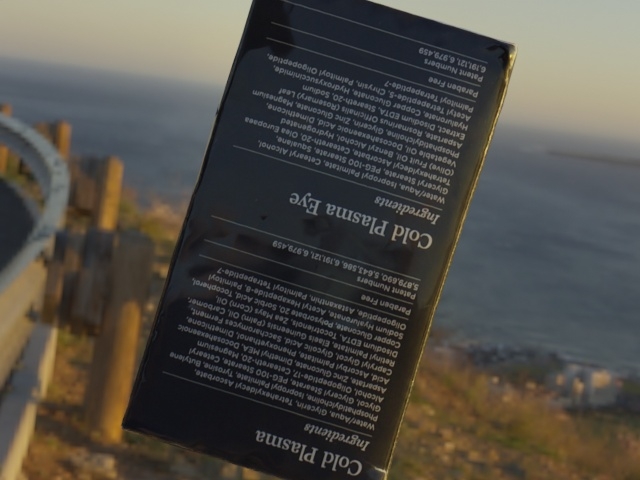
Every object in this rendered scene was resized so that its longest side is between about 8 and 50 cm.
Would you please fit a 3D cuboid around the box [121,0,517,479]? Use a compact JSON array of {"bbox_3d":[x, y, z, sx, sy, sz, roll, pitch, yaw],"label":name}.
[{"bbox_3d":[0.000,0.000,1.021,0.179,0.312,0.343,16,-1,1],"label":"box"}]
